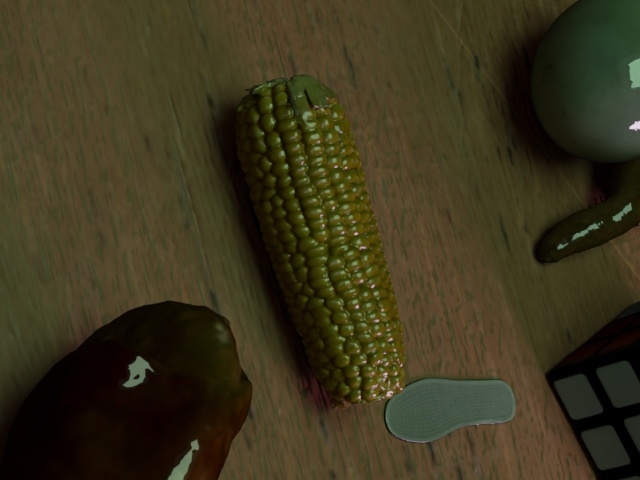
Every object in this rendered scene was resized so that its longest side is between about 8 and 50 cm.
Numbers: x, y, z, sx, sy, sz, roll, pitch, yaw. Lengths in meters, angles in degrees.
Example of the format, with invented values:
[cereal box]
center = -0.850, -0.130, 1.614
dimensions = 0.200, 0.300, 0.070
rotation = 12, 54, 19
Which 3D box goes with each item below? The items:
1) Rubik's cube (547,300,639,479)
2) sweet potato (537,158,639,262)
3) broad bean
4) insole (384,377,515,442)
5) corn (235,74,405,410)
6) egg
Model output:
[Rubik's cube]
center = 0.327, 0.134, 1.520
dimensions = 0.160, 0.163, 0.162
rotation = -32, 94, -42
[sweet potato]
center = 0.295, -0.047, 1.612
dimensions = 0.269, 0.075, 0.074
rotation = -42, 104, -32
[broad bean]
center = -0.129, 0.135, 1.128
dimensions = 0.122, 0.156, 0.228
rotation = 38, 60, -30
[insole]
center = 0.109, 0.138, 1.435
dimensions = 0.153, 0.002, 0.053
rotation = 1, 75, -41
[corn]
center = 0.002, 0.000, 1.331
dimensions = 0.091, 0.091, 0.260
rotation = -12, 86, -58
[egg]
center = 0.270, -0.152, 1.572
dimensions = 0.149, 0.149, 0.192
rotation = 51, 50, -15
